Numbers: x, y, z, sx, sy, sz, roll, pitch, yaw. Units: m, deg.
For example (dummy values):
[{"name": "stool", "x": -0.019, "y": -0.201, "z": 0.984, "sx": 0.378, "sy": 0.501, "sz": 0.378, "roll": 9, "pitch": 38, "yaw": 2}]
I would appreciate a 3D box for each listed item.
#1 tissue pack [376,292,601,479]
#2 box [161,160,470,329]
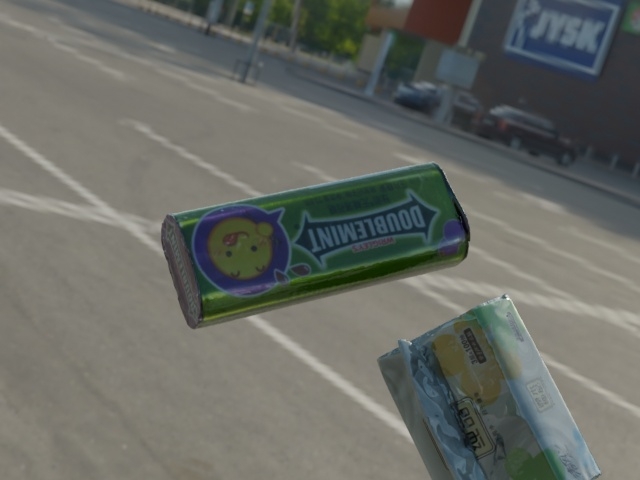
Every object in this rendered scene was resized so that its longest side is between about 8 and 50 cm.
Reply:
[{"name": "tissue pack", "x": 0.173, "y": 0.199, "z": 1.352, "sx": 0.145, "sy": 0.159, "sz": 0.229, "roll": -11, "pitch": 72, "yaw": -57}, {"name": "box", "x": 0.000, "y": 0.000, "z": 1.408, "sx": 0.346, "sy": 0.134, "sz": 0.097, "roll": -12, "pitch": -19, "yaw": -23}]
